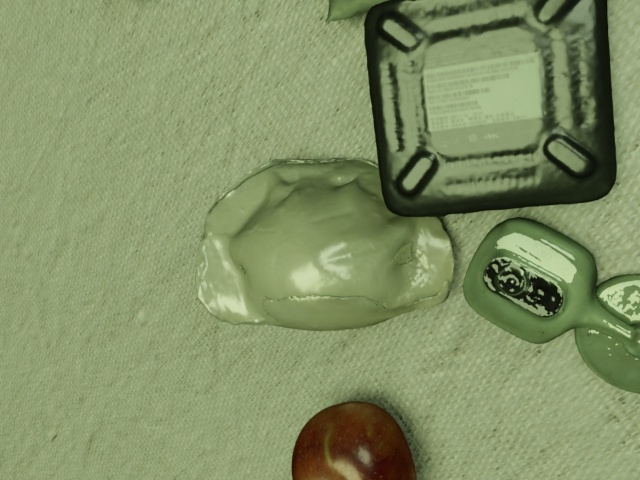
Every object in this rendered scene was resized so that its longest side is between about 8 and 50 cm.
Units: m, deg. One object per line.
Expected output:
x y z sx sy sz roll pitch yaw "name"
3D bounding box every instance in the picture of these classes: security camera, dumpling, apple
0.330 0.087 0.777 0.301 0.080 0.157 30 114 19 "security camera"
0.003 0.000 0.893 0.340 0.181 0.260 -10 77 31 "dumpling"
0.055 0.346 0.951 0.201 0.162 0.201 13 119 25 "apple"

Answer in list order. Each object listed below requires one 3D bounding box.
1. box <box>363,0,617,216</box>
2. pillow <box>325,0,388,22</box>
0.204 -0.176 0.771 0.289 0.073 0.289 -3 98 21 "box"
0.050 -0.431 0.818 0.144 0.078 0.254 -6 99 31 "pillow"
